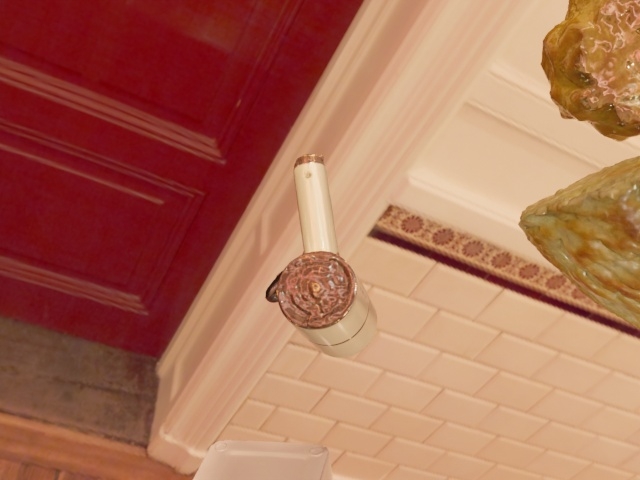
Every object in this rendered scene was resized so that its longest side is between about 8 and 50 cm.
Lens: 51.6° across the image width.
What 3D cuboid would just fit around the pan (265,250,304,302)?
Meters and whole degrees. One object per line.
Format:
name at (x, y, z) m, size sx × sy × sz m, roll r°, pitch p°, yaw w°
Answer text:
pan at (-0.061, 0.072, 1.653) m, size 0.040 × 0.212 × 0.115 m, roll 40°, pitch -2°, yaw -18°

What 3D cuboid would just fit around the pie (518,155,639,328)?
pie at (0.242, -0.001, 0.380) m, size 0.201 × 0.248 × 0.090 m, roll 28°, pitch 68°, yaw -21°

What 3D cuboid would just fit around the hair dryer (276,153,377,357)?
hair dryer at (0.000, 0.000, 1.111) m, size 0.203 × 0.128 × 0.362 m, roll 57°, pitch 23°, yaw -64°

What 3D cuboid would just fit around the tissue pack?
tissue pack at (-0.078, 0.350, 0.728) m, size 0.159 × 0.136 × 0.246 m, roll -1°, pitch 20°, yaw 13°

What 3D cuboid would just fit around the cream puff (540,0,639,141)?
cream puff at (0.463, -0.287, 1.007) m, size 0.281 × 0.282 × 0.185 m, roll 26°, pitch 12°, yaw -13°
